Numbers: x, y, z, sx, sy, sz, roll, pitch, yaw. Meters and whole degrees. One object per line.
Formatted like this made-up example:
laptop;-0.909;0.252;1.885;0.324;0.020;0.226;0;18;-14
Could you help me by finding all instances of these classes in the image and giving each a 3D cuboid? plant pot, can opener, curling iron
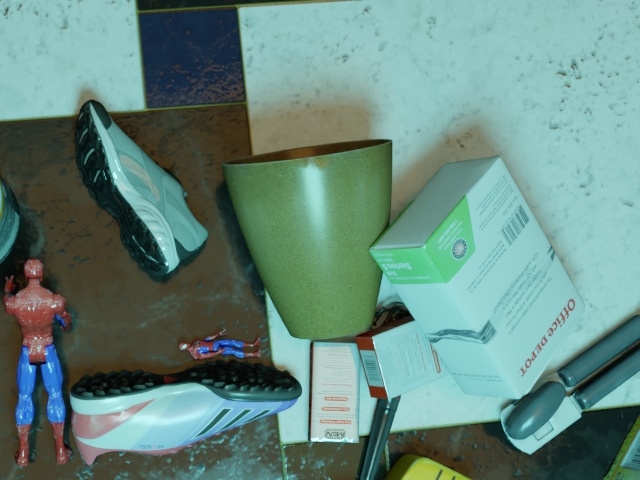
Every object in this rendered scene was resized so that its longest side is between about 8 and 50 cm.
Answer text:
plant pot;0.000;0.000;1.641;0.237;0.237;0.254;-10;98;-8
can opener;0.385;0.206;1.709;0.283;0.095;0.076;-34;88;-10
curling iron;0.086;0.223;1.702;0.068;0.035;0.274;8;83;7

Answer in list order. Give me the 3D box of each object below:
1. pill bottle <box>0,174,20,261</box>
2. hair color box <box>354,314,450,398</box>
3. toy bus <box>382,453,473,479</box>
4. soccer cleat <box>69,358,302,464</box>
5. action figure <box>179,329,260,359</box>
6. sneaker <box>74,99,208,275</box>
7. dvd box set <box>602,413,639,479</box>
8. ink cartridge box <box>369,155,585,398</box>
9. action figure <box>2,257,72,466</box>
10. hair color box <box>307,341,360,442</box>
pill bottle;-0.479;-0.034;1.540;0.162;0.278;0.162;1;83;-7
hair color box;0.138;0.153;1.674;0.167;0.053;0.093;-18;96;-28
toy bus;0.089;0.459;1.633;0.130;0.108;0.333;27;80;-5
soccer cleat;-0.183;0.239;1.642;0.318;0.108;0.116;-3;107;-12
action figure;-0.143;0.150;1.681;0.115;0.030;0.038;-2;46;-6
sneaker;-0.259;-0.082;1.678;0.108;0.100;0.271;-29;83;-34
dvd box set;0.463;0.363;1.534;0.062;0.420;0.307;33;79;-5
ink cartridge box;0.221;0.053;1.624;0.198;0.115;0.273;-47;116;-31
action figure;-0.388;0.153;1.632;0.091;0.139;0.280;-2;105;-10
hair color box;0.019;0.216;1.689;0.072;0.043;0.141;3;81;-7
